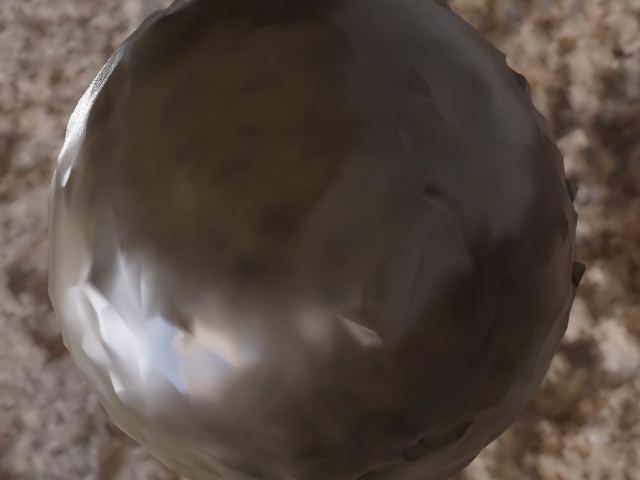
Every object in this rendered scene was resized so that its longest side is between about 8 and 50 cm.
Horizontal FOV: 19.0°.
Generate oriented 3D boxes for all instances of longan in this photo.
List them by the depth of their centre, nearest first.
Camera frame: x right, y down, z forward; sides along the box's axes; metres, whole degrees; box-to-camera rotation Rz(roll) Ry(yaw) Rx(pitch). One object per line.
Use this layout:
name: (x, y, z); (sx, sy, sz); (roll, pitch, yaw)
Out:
longan: (0.000, 0.000, 1.321); (0.391, 0.391, 0.391); (51, -161, -26)
